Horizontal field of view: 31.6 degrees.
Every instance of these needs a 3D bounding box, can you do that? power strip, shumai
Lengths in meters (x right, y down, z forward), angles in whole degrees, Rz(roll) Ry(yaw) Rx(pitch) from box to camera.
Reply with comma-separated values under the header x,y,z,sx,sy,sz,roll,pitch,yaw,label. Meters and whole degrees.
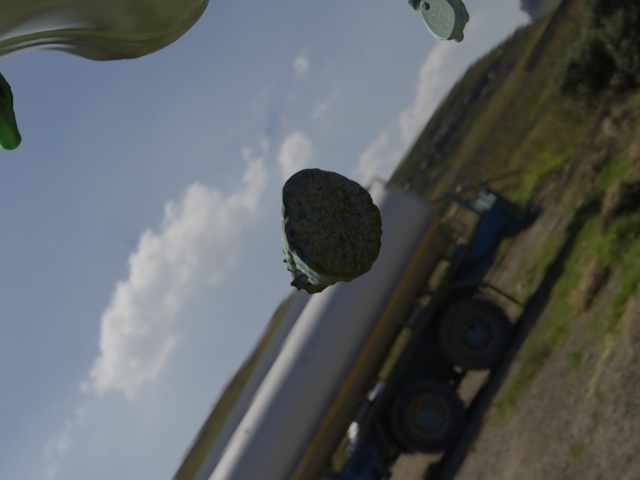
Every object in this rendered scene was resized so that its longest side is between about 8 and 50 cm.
x,y,z,sx,sy,sz,roll,pitch,yaw,label
0.124,-0.236,1.153,0.035,0.083,0.055,-21,-40,-34,power strip
0.001,0.000,1.076,0.087,0.098,0.124,119,154,-53,shumai

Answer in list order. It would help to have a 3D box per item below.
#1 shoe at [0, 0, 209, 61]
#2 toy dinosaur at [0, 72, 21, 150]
x,y,z,sx,sy,sz,roll,pitch,yaw,label
-0.142,-0.190,0.679,0.160,0.132,0.363,-35,0,31,shoe
-0.479,-0.343,1.131,0.144,0.374,0.500,-38,-37,-28,toy dinosaur
